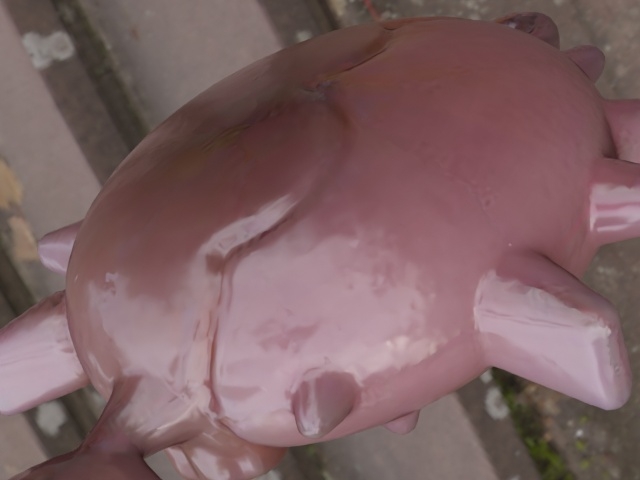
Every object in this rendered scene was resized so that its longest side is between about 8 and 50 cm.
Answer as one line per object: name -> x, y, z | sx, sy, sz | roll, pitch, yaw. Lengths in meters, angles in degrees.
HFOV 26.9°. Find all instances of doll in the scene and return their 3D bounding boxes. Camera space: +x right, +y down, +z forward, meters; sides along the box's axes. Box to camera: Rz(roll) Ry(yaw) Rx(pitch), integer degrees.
doll -> 0.000, 0.000, 0.394 | 0.211, 0.262, 0.093 | 1, 128, 34
